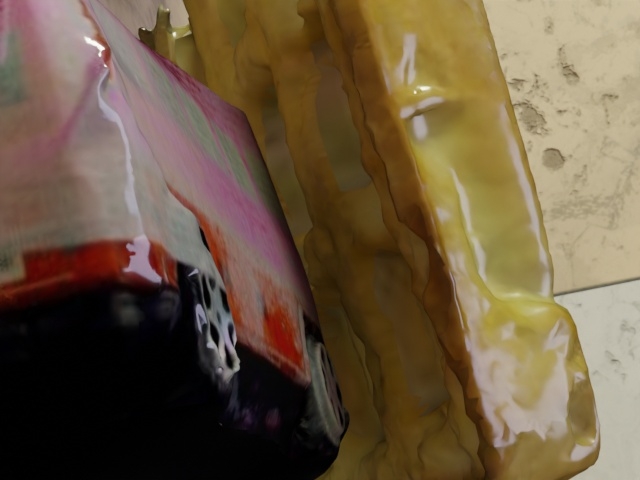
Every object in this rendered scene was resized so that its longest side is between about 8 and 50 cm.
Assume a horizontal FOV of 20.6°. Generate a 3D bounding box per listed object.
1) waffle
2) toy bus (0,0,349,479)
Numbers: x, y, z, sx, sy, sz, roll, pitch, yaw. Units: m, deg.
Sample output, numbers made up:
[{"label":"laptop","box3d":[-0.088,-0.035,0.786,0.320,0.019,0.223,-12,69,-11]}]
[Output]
[{"label":"waffle","box3d":[0.000,0.000,0.787,0.348,0.077,0.304,132,-55,-66]},{"label":"toy bus","box3d":[-0.078,0.018,0.587,0.303,0.127,0.147,41,35,-75]}]
